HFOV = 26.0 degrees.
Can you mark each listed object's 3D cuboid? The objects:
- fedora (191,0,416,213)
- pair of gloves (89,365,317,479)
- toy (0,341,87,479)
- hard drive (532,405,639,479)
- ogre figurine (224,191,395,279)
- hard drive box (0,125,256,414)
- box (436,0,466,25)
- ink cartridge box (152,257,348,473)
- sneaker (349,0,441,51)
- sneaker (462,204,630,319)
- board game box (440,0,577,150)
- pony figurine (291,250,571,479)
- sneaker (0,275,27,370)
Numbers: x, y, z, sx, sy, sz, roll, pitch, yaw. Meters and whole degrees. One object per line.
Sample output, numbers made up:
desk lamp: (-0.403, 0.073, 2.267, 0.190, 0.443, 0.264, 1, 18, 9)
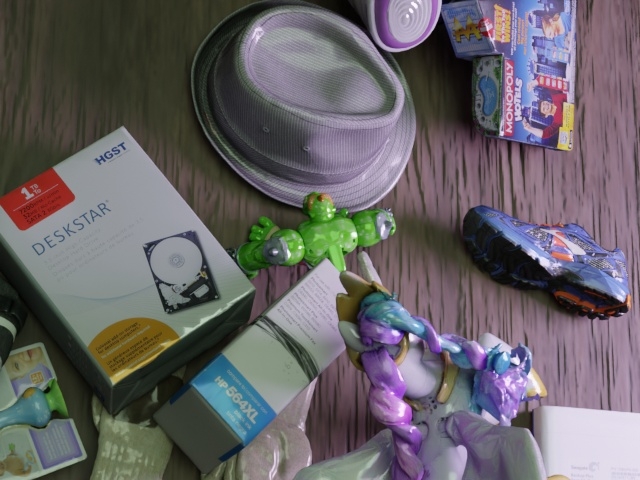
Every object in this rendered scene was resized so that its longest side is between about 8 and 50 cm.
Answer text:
fedora: (-0.003, -0.167, 1.536, 0.275, 0.124, 0.244, 30, 70, -7)
pair of gloves: (-0.125, 0.205, 1.446, 0.240, 0.042, 0.204, 12, 68, -19)
toy: (-0.363, 0.188, 1.356, 0.237, 0.056, 0.137, -18, 67, -21)
hard drive: (0.339, 0.353, 1.549, 0.210, 0.040, 0.319, 6, 74, -15)
ogre figurine: (0.000, 0.000, 1.491, 0.197, 0.118, 0.097, 6, 84, -16)
hard drive box: (-0.208, 0.029, 1.415, 0.181, 0.089, 0.232, -35, 74, -22)
box: (0.223, -0.347, 1.621, 0.261, 0.184, 0.103, -19, 86, -20)
ink cartridge box: (-0.055, 0.127, 1.394, 0.086, 0.148, 0.203, 48, 62, 2)
sneaker: (0.058, -0.361, 1.491, 0.114, 0.305, 0.152, -13, 37, -18)
sneaker: (0.262, 0.014, 1.604, 0.221, 0.083, 0.087, 27, 56, -14)
board game box: (0.218, -0.209, 1.606, 0.194, 0.060, 0.194, 6, 85, -44)
pony figurine: (0.117, 0.222, 1.343, 0.363, 0.302, 0.351, 36, 47, -48)
sneaker: (-0.401, 0.064, 1.391, 0.216, 0.079, 0.121, 19, 45, 4)
